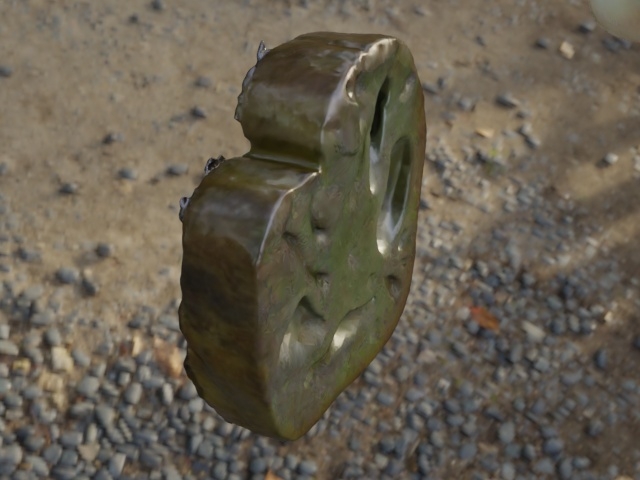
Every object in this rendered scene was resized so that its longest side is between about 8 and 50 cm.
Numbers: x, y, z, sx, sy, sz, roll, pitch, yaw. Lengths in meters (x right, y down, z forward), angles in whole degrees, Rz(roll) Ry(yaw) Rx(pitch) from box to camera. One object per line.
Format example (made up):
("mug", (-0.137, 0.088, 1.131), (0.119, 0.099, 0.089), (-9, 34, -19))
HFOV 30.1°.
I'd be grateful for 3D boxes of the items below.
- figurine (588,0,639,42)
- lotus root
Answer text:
("figurine", (0.203, -0.106, 0.435), (0.276, 0.200, 0.133), (-2, 71, -54))
("lotus root", (0.000, 0.000, 1.144), (0.111, 0.375, 0.390), (13, 76, 23))
